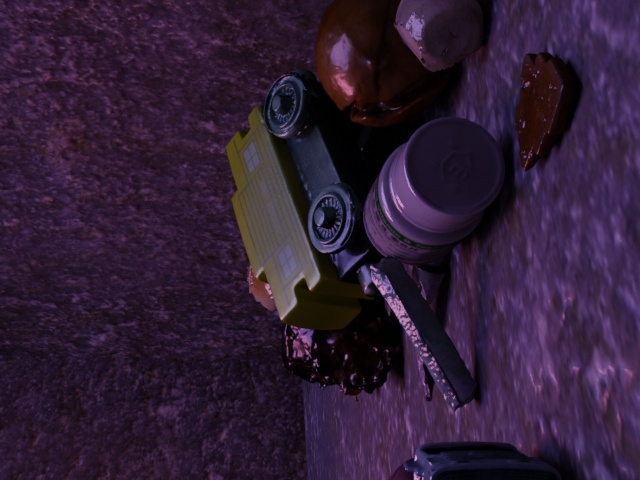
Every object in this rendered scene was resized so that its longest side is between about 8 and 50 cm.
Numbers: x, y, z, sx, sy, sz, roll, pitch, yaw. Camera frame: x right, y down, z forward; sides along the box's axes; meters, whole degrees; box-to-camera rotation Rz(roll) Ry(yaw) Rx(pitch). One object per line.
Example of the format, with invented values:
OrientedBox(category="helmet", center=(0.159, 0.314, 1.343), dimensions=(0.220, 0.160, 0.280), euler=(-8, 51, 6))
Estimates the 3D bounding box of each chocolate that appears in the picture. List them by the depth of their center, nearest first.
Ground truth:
OrientedBox(category="chocolate", center=(0.054, 0.203, 1.512), dimensions=(0.224, 0.206, 0.177), euler=(-50, 35, 4))

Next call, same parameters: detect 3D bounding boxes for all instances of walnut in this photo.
OrientedBox(category="walnut", center=(0.089, -0.292, 1.250), dimensions=(0.336, 0.208, 0.209), euler=(-99, 12, -65))

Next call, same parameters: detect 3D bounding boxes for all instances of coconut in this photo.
OrientedBox(category="coconut", center=(0.148, -0.278, 1.055), dimensions=(0.124, 0.110, 0.110), euler=(-105, 18, -61))

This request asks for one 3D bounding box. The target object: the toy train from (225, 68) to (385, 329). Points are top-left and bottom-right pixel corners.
OrientedBox(category="toy train", center=(-0.012, -0.064, 1.314), dimensions=(0.272, 0.179, 0.442), euler=(-48, 48, 35))

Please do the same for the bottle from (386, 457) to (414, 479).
OrientedBox(category="bottle", center=(0.124, 0.371, 1.104), dimensions=(0.233, 0.109, 0.110), euler=(97, 172, -48))

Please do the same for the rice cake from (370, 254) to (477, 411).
OrientedBox(category="rice cake", center=(0.129, 0.113, 1.038), dimensions=(0.211, 0.043, 0.034), euler=(60, 147, 16))

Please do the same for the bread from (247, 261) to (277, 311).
OrientedBox(category="bread", center=(-0.002, 0.001, 1.584), dimensions=(0.171, 0.314, 0.192), euler=(55, 164, 3))

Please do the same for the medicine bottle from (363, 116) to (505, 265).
OrientedBox(category="medicine bottle", center=(0.134, -0.055, 1.008), dimensions=(0.237, 0.139, 0.139), euler=(119, 152, -76))

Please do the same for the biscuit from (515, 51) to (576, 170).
OrientedBox(category="biscuit", center=(0.215, -0.129, 0.788), dimensions=(0.130, 0.019, 0.120), euler=(156, 116, -85))

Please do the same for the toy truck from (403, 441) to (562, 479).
OrientedBox(category="toy truck", center=(0.144, 0.340, 0.771), dimensions=(0.162, 0.136, 0.306), euler=(-152, 64, -84))

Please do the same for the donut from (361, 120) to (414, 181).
OrientedBox(category="donut", center=(0.063, -0.141, 1.452), dimensions=(0.272, 0.107, 0.272), euler=(-19, 63, 40))

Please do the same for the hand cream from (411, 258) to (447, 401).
OrientedBox(category="hand cream", center=(0.154, 0.115, 1.221), dimensions=(0.084, 0.050, 0.257), euler=(-102, 12, -58))

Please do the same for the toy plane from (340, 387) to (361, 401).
OrientedBox(category="toy plane", center=(0.070, 0.277, 1.788), dimensions=(0.194, 0.126, 0.077), euler=(-118, 3, -77))
